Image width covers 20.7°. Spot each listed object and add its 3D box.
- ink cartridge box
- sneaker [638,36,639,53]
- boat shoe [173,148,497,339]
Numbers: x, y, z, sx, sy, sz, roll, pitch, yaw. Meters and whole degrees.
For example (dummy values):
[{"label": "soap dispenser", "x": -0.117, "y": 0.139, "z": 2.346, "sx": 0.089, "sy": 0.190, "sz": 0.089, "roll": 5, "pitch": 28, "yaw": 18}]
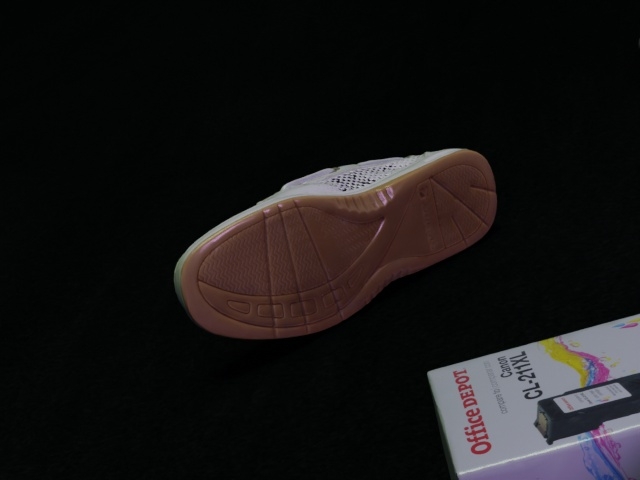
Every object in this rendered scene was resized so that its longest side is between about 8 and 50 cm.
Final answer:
[{"label": "ink cartridge box", "x": 0.151, "y": 0.101, "z": 0.907, "sx": 0.175, "sy": 0.072, "sz": 0.127, "roll": -15, "pitch": 21, "yaw": 1}, {"label": "sneaker", "x": 0.331, "y": -0.162, "z": 1.470, "sx": 0.078, "sy": 0.067, "sz": 0.188, "roll": -19, "pitch": 22, "yaw": -26}, {"label": "boat shoe", "x": 0.000, "y": 0.000, "z": 1.267, "sx": 0.277, "sy": 0.098, "sz": 0.096, "roll": -19, "pitch": 18, "yaw": -34}]
